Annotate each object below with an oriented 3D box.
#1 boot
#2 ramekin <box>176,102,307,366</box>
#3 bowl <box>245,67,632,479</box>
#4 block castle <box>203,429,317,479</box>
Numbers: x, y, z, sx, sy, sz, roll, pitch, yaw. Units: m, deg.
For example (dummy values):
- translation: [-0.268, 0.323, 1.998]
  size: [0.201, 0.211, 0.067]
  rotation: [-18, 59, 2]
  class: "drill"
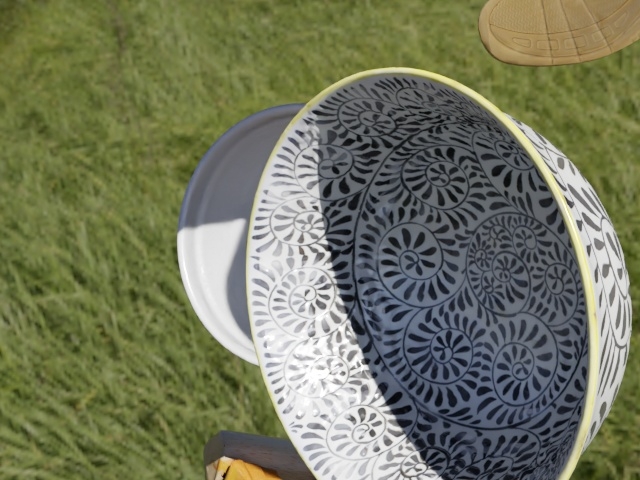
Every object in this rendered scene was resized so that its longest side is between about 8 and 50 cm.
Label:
- translation: [0.274, -0.236, 1.133]
  size: [0.262, 0.095, 0.203]
  rotation: [-21, 7, 4]
  class: "boot"
- translation: [0.000, 0.000, 0.915]
  size: [0.207, 0.207, 0.109]
  rotation: [9, 0, 27]
  class: "ramekin"
- translation: [0.054, 0.021, 0.423]
  size: [0.080, 0.170, 0.170]
  rotation: [-8, 23, -40]
  class: "bowl"
- translation: [-0.039, 0.424, 1.057]
  size: [0.213, 0.453, 0.303]
  rotation: [13, 17, -25]
  class: "block castle"
